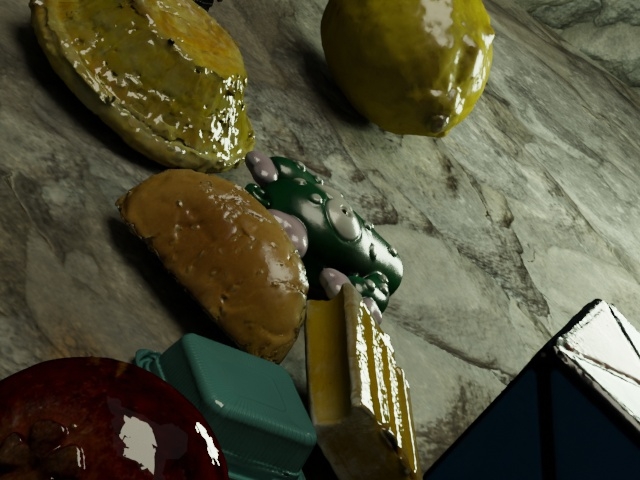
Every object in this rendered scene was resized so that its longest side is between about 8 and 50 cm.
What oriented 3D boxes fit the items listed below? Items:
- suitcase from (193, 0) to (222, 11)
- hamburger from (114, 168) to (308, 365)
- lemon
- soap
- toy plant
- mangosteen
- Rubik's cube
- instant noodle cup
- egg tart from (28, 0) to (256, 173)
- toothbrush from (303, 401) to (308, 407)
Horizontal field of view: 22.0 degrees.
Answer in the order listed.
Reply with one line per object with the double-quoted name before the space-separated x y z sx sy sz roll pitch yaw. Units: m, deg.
"suitcase" -0.209 -0.363 2.380 0.086 0.059 0.126 49 25 22
"hamburger" -0.099 0.018 1.738 0.262 0.131 0.124 50 11 21
"lemon" 0.134 -0.308 2.551 0.285 0.285 0.316 36 18 -11
"soap" 0.042 0.162 1.713 0.140 0.073 0.232 60 12 -28
"toy plant" -0.002 -0.003 1.956 0.243 0.112 0.232 41 16 -13
"mangosteen" -0.166 0.199 1.221 0.215 0.215 0.257 50 -4 22
"Rubik's cube" 0.282 0.246 1.760 0.248 0.246 0.250 44 23 9
"instant noodle cup" -0.083 0.161 1.576 0.179 0.070 0.157 23 26 -34
"egg tart" -0.198 -0.220 2.028 0.341 0.132 0.341 35 21 -16
"toothbrush" -0.013 0.175 1.740 0.008 0.006 0.097 51 24 16
